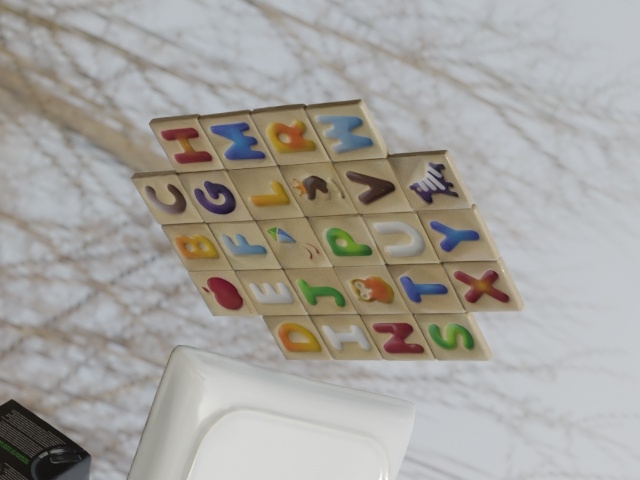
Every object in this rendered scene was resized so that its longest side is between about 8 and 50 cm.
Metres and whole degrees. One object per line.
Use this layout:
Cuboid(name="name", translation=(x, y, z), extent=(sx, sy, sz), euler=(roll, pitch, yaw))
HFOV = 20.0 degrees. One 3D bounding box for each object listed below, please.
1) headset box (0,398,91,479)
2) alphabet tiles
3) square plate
Cuboid(name="headset box", translation=(-0.404, 0.352, 1.982), extent=(0.283, 0.131, 0.246), euler=(-29, 142, -48))
Cuboid(name="alphabet tiles", translation=(0.000, 0.000, 1.586), extent=(0.342, 0.285, 0.011), euler=(-2, -140, 37))
Cuboid(name="square plate", translation=(-0.063, 0.304, 1.862), extent=(0.049, 0.347, 0.344), euler=(20, -88, 50))
